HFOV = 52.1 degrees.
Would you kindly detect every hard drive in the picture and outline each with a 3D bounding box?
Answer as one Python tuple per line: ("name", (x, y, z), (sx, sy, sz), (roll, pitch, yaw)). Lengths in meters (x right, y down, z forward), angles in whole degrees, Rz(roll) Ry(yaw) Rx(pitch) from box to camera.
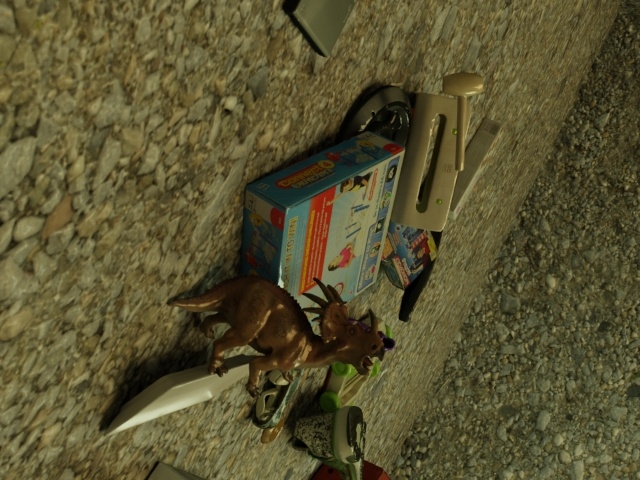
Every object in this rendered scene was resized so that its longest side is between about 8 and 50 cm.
("hard drive", (0.001, -0.328, 0.917), (0.094, 0.022, 0.135), (-64, 158, -1))

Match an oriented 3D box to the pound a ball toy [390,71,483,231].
("pound a ball toy", (0.220, -0.184, 1.343), (0.208, 0.136, 0.319), (-70, 171, -78))

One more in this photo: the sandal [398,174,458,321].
("sandal", (0.250, 0.000, 1.710), (0.167, 0.107, 0.445), (104, 5, -69))

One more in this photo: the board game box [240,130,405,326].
("board game box", (0.000, 0.000, 1.131), (0.302, 0.086, 0.308), (-30, 141, -41))

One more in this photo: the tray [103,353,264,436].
("tray", (-0.199, 0.224, 1.007), (0.145, 0.030, 0.270), (-37, 165, 20))

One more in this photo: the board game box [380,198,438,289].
("board game box", (0.172, 0.007, 1.521), (0.194, 0.060, 0.194), (-40, 121, -30))

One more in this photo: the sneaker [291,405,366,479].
("sneaker", (0.022, 0.519, 1.695), (0.410, 0.182, 0.158), (79, 17, -56))

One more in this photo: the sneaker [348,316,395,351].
("sneaker", (0.119, 0.233, 1.632), (0.170, 0.071, 0.068), (24, 66, -30))

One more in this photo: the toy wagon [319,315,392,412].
("toy wagon", (0.084, 0.374, 1.788), (0.267, 0.068, 0.344), (-22, 134, -58))

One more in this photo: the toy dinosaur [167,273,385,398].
("toy dinosaur", (-0.066, 0.117, 0.976), (0.200, 0.296, 0.127), (-54, -170, 15))

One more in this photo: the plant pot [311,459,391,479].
("plant pot", (0.087, 0.821, 2.054), (0.267, 0.267, 0.235), (-41, 137, -43))

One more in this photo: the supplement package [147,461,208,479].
("supplement package", (-0.217, 0.542, 1.144), (0.199, 0.198, 0.262), (-56, 157, -17))

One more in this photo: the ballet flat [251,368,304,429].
("ballet flat", (-0.089, 0.306, 1.354), (0.070, 0.070, 0.188), (15, 97, -67))

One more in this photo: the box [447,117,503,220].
("box", (0.443, -0.214, 1.943), (0.324, 0.067, 0.063), (-59, 157, -13))

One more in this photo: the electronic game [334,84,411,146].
("electronic game", (0.099, -0.184, 1.248), (0.229, 0.048, 0.229), (-37, 145, -32))

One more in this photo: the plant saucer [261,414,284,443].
("plant saucer", (-0.106, 0.433, 1.507), (0.083, 0.015, 0.083), (-47, 152, -35))
